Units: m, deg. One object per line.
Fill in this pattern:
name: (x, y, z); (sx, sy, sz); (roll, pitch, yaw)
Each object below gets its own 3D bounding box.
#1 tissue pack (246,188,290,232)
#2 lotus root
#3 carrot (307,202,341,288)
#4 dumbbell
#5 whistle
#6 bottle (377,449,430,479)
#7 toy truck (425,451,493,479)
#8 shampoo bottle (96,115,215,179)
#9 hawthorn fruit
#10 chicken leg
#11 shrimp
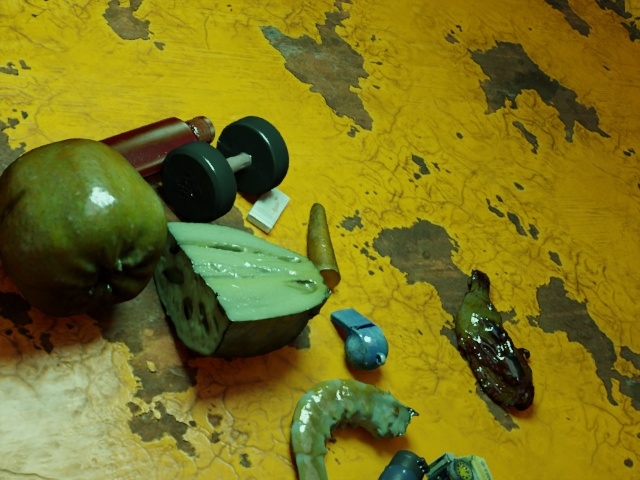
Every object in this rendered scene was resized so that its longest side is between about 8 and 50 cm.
tissue pack: (-0.104, -0.064, 1.938); (0.056, 0.023, 0.108); (36, 43, -4)
lotus root: (-0.131, 0.094, 1.707); (0.260, 0.149, 0.267); (0, 38, -40)
carrot: (0.000, 0.000, 1.941); (0.061, 0.061, 0.209); (16, 43, -24)
dumbbell: (-0.179, -0.136, 1.851); (0.152, 0.152, 0.218); (48, 43, 8)
whistle: (0.076, 0.194, 1.822); (0.090, 0.090, 0.158); (4, 16, -33)
bottle: (0.105, 0.451, 1.622); (0.072, 0.082, 0.244); (60, 42, -18)
toy truck: (0.280, 0.499, 1.673); (0.157, 0.124, 0.272); (7, 48, -44)
shampoo bottle: (-0.311, -0.179, 1.858); (0.102, 0.064, 0.260); (50, 44, 11)
hawthorn fruit: (-0.397, -0.035, 1.546); (0.268, 0.267, 0.301); (-4, 48, -37)
chicken leg: (0.360, 0.199, 2.014); (0.177, 0.083, 0.322); (-5, 60, -48)
shrimp: (0.035, 0.333, 1.674); (0.185, 0.068, 0.287); (40, 44, 3)
